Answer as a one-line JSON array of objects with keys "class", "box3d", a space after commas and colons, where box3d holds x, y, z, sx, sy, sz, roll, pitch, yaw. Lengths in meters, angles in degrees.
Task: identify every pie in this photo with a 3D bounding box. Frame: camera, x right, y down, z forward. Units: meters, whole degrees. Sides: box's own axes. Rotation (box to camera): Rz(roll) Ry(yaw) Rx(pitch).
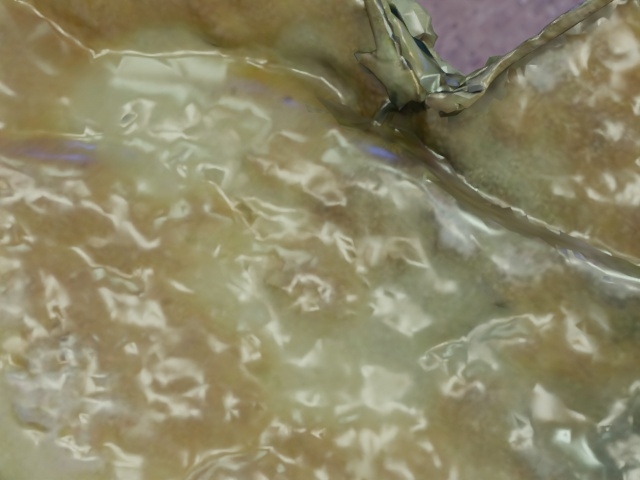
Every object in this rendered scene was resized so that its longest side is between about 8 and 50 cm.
[{"class": "pie", "box3d": [0.000, 0.000, 0.655, 0.338, 0.075, 0.337, 0, 87, 5]}]
